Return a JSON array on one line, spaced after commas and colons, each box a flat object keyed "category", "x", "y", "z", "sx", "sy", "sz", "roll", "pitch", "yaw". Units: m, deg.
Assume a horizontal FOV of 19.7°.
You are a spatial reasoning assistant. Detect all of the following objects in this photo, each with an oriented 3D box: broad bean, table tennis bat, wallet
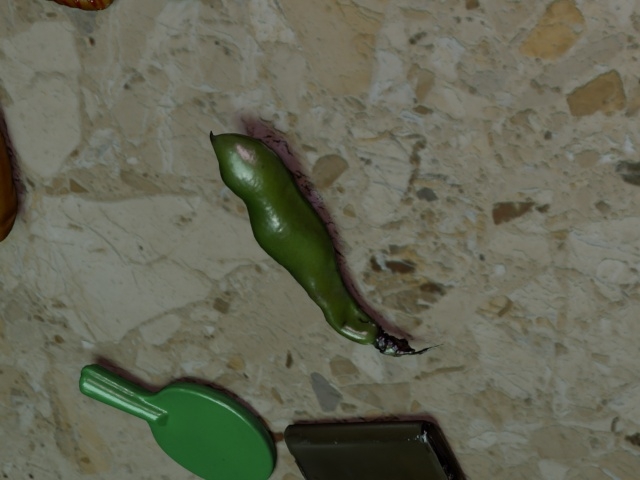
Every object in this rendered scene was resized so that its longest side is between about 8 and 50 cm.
[{"category": "broad bean", "x": -0.008, "y": 0.005, "z": 1.870, "sx": 0.098, "sy": 0.056, "sz": 0.318, "roll": -30, "pitch": 112, "yaw": 39}, {"category": "table tennis bat", "x": -0.169, "y": 0.212, "z": 2.172, "sx": 0.257, "sy": 0.039, "sz": 0.160, "roll": 24, "pitch": 137, "yaw": 7}, {"category": "wallet", "x": 0.059, "y": 0.246, "z": 2.048, "sx": 0.198, "sy": 0.031, "sz": 0.110, "roll": -7, "pitch": 123, "yaw": 38}]

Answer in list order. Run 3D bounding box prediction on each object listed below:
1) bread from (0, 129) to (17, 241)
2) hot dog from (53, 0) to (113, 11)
[{"category": "bread", "x": -0.404, "y": -0.095, "z": 2.014, "sx": 0.094, "sy": 0.102, "sz": 0.245, "roll": 13, "pitch": 130, "yaw": 29}, {"category": "hot dog", "x": -0.269, "y": -0.263, "z": 1.821, "sx": 0.144, "sy": 0.038, "sz": 0.062, "roll": 18, "pitch": 134, "yaw": 20}]
